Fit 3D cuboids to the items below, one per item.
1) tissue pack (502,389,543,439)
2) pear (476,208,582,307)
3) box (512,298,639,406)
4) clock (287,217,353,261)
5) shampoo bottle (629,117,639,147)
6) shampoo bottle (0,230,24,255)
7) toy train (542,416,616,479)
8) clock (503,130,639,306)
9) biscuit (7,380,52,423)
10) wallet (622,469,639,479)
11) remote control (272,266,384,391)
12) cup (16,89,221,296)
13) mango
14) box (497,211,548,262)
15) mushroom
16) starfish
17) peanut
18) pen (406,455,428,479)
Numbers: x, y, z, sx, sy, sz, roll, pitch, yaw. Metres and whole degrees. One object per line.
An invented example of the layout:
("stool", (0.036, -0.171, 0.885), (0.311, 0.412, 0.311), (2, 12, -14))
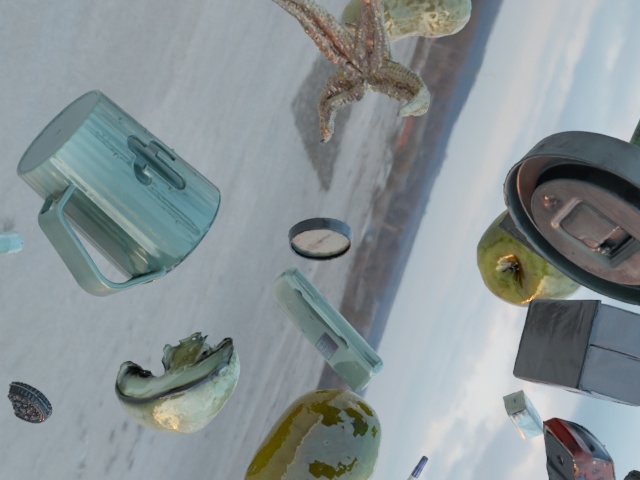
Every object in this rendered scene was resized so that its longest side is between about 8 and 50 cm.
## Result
("tissue pack", (0.477, 0.410, 1.733), (0.059, 0.094, 0.074), (-29, -158, 18))
("pear", (0.595, 0.030, 2.025), (0.304, 0.304, 0.303), (19, 90, -84))
("box", (0.530, 0.219, 1.487), (0.252, 0.153, 0.188), (151, -43, -75))
("clock", (0.000, 0.000, 2.066), (0.184, 0.185, 0.040), (98, -8, -59))
("shampoo bottle", (0.532, -0.160, 1.195), (0.065, 0.065, 0.204), (-49, 159, -74))
("shampoo bottle", (-0.514, 0.012, 1.076), (0.191, 0.069, 0.041), (-19, 121, -69))
("toy train", (0.415, 0.421, 1.142), (0.086, 0.089, 0.409), (-124, -167, -56))
("clock", (0.428, -0.030, 1.114), (0.066, 0.319, 0.319), (-48, 166, -18))
("biscuit", (-0.477, 0.264, 1.199), (0.089, 0.087, 0.027), (-31, -158, 41))
("wallet", (0.644, 0.516, 1.233), (0.042, 0.310, 0.165), (-18, 115, -34))
("remote control", (0.009, 0.187, 1.569), (0.056, 0.296, 0.140), (-35, 165, -31))
("cup", (-0.451, -0.098, 1.676), (0.310, 0.392, 0.401), (-38, -148, 10))
("mango", (-0.016, 0.482, 1.644), (0.365, 0.253, 0.182), (-29, 176, -37))
("box", (0.508, -0.036, 1.566), (0.143, 0.184, 0.273), (-58, 158, 14))
("mushroom", (-0.282, 0.321, 1.548), (0.189, 0.267, 0.164), (-120, -170, -61))
("starfish", (0.050, -0.313, 1.337), (0.132, 0.398, 0.383), (-46, 127, -13))
("peanut", (0.193, -0.515, 1.666), (0.130, 0.290, 0.130), (173, -90, -88))
("pen", (0.237, 0.671, 2.010), (0.204, 0.025, 0.025), (-63, 176, 14))
